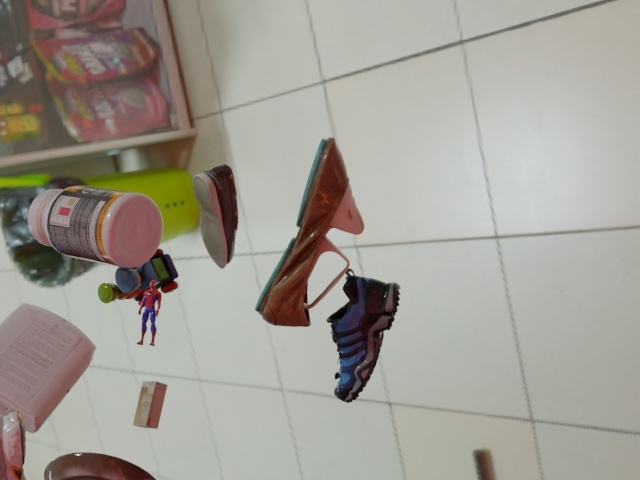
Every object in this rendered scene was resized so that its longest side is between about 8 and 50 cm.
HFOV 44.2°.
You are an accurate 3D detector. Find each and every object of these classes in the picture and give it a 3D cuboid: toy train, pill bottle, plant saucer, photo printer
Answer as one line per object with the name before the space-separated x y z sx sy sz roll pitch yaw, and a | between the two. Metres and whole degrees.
toy train | -0.459 0.115 1.834 0.248 0.143 0.105 -29 82 33
pill bottle | -0.491 -0.036 1.707 0.278 0.162 0.162 9 110 32
plant saucer | -0.540 0.635 1.955 0.310 0.050 0.310 4 129 5
photo printer | -0.757 0.316 2.061 0.256 0.307 0.107 32 132 -2

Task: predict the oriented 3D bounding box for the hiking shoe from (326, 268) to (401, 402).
hiking shoe | 0.071 0.205 1.694 0.132 0.113 0.304 20 110 3

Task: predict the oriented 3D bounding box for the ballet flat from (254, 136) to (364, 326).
ballet flat | 0.000 0.000 1.338 0.124 0.116 0.342 22 101 1

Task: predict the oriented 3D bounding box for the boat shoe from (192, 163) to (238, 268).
boat shoe | -0.188 -0.042 1.516 0.081 0.068 0.228 35 144 33

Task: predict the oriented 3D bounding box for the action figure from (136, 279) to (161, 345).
action figure | -0.301 0.127 1.390 0.038 0.030 0.115 2 76 10

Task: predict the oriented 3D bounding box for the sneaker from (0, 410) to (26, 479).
sneaker | -0.580 0.431 1.380 0.099 0.121 0.262 -173 83 -72

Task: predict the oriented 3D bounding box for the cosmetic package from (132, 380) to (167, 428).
cosmetic package | -0.434 0.419 2.008 0.060 0.041 0.115 -10 62 41
